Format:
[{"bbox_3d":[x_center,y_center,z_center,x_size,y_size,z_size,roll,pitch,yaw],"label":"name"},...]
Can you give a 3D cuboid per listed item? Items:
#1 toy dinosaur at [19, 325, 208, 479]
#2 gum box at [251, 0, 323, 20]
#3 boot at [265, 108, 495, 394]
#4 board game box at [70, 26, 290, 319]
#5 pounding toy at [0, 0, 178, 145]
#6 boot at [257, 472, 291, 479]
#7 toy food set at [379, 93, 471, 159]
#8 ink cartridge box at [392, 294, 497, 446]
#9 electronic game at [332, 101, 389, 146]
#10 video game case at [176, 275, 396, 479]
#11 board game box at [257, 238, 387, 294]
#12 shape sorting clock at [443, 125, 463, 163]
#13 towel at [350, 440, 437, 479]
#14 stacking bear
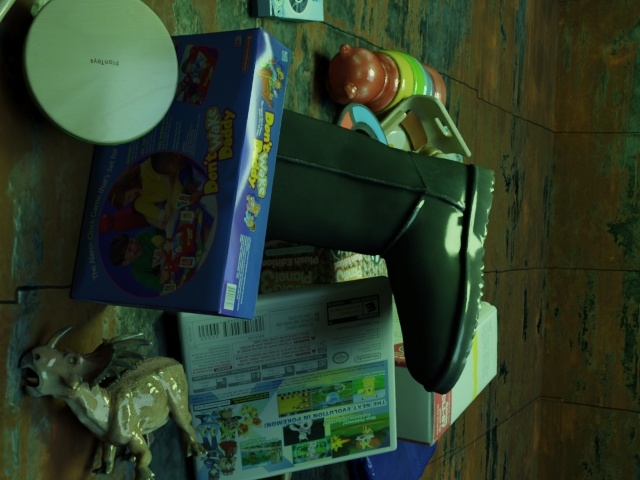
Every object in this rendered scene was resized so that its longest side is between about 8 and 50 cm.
[{"bbox_3d":[-0.238,0.199,1.150,0.295,0.127,0.200,-4,89,-67],"label":"toy dinosaur"},{"bbox_3d":[-0.056,-0.458,1.501,0.184,0.041,0.157,-18,109,-59],"label":"gum box"},{"bbox_3d":[0.004,-0.004,1.250,0.146,0.445,0.367,120,-16,-60],"label":"boot"},{"bbox_3d":[-0.177,-0.084,1.109,0.078,0.233,0.347,22,74,-60],"label":"board game box"},{"bbox_3d":[-0.296,-0.214,1.044,0.237,0.110,0.183,29,76,-28],"label":"pounding toy"},{"bbox_3d":[-0.059,0.285,1.509,0.203,0.095,0.262,-15,96,-61],"label":"boot"},{"bbox_3d":[0.150,-0.122,1.735,0.306,0.092,0.220,-45,144,1],"label":"toy food set"},{"bbox_3d":[0.164,0.238,1.727,0.384,0.279,0.160,-23,114,-59],"label":"ink cartridge box"},{"bbox_3d":[0.072,-0.116,1.462,0.229,0.048,0.229,23,64,-59],"label":"electronic game"},{"bbox_3d":[-0.043,0.219,1.349,0.036,0.329,0.300,-135,-141,-66],"label":"video game case"},{"bbox_3d":[0.000,0.000,1.501,0.232,0.141,0.291,0,83,-62],"label":"board game box"},{"bbox_3d":[0.332,-0.191,2.254,0.206,0.040,0.206,-11,102,-61],"label":"shape sorting clock"},{"bbox_3d":[0.160,0.474,1.973,0.308,0.076,0.228,-44,123,-51],"label":"towel"},{"bbox_3d":[0.115,-0.303,1.726,0.289,0.164,0.175,4,83,-56],"label":"stacking bear"}]
